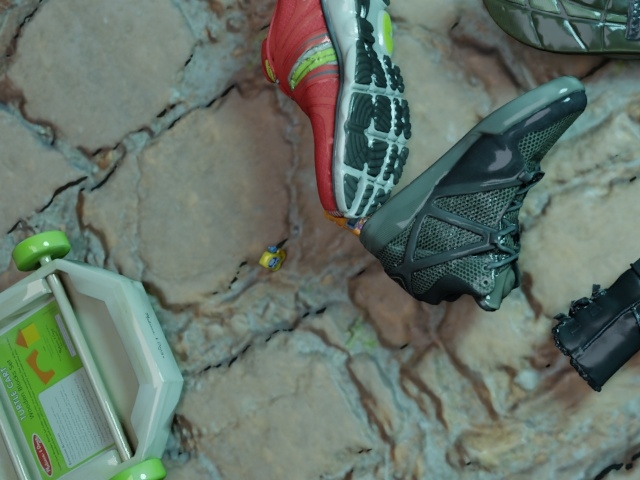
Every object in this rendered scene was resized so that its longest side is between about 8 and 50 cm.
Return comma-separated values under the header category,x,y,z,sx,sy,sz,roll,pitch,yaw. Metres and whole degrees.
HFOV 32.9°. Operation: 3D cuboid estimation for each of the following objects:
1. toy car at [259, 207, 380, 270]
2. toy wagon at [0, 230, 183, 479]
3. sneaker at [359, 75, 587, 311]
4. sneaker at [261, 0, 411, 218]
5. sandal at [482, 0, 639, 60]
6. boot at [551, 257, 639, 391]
category,x,y,z,sx,sy,sz,roll,pitch,yaw
toy car,0.000,0.000,0.978,0.122,0.040,0.060,-45,71,14
toy wagon,-0.302,0.165,1.082,0.344,0.068,0.267,-31,75,19
sneaker,0.150,-0.027,0.893,0.227,0.087,0.130,-43,73,18
sneaker,0.004,-0.146,0.966,0.118,0.107,0.279,-13,72,30
sandal,0.239,-0.192,0.885,0.219,0.060,0.090,7,95,9
boot,0.250,0.082,0.863,0.099,0.045,0.121,-42,65,13
